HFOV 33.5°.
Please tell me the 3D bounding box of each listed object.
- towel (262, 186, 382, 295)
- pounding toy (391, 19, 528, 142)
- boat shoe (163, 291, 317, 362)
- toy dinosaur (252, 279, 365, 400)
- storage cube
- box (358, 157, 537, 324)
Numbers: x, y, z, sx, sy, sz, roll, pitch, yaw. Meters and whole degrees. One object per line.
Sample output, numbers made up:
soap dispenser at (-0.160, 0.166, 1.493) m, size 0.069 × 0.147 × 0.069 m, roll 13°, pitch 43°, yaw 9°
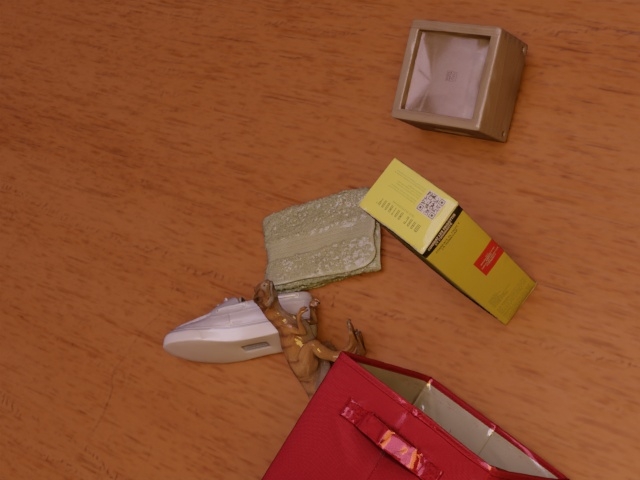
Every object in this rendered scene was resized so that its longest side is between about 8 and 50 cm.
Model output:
towel at (0.000, 0.000, 1.210) m, size 0.148 × 0.027 × 0.110 m, roll -16°, pitch 62°, yaw 23°
pounding toy at (0.149, -0.184, 1.177) m, size 0.141 × 0.100 × 0.130 m, roll 14°, pitch 91°, yaw 35°
boat shoe at (-0.091, 0.093, 1.202) m, size 0.184 × 0.066 × 0.063 m, roll -14°, pitch 54°, yaw 24°
toy dinosaur at (-0.007, 0.133, 1.135) m, size 0.112 × 0.064 × 0.211 m, roll -20°, pitch 94°, yaw 7°
storage cube at (0.077, 0.239, 0.963) m, size 0.183 × 0.215 × 0.193 m, roll 35°, pitch 95°, yaw 34°
box at (0.127, 0.007, 1.013) m, size 0.087 × 0.232 × 0.058 m, roll 39°, pitch 91°, yaw 35°
